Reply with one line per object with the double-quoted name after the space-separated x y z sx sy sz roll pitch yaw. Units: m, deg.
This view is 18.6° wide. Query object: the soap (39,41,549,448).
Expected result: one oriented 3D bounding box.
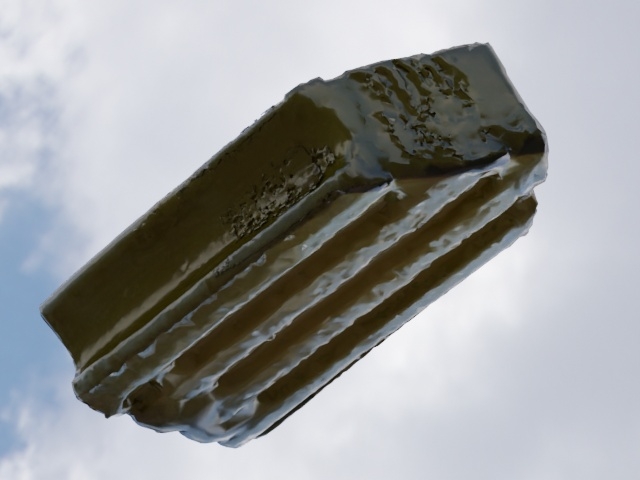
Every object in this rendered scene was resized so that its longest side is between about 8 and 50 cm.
0.000 0.000 1.012 0.257 0.160 0.080 -39 -120 16 "soap"
